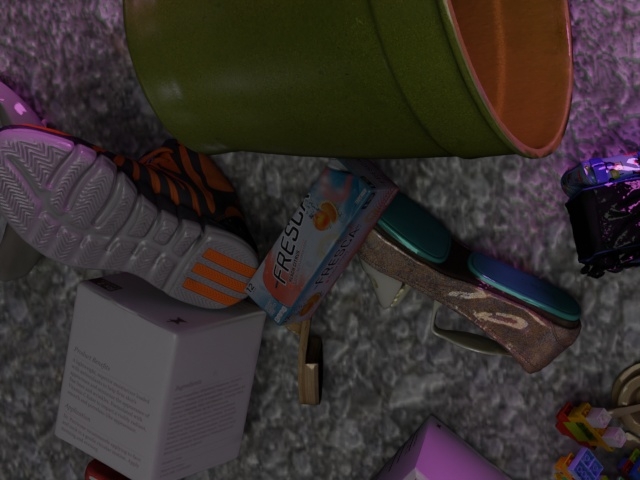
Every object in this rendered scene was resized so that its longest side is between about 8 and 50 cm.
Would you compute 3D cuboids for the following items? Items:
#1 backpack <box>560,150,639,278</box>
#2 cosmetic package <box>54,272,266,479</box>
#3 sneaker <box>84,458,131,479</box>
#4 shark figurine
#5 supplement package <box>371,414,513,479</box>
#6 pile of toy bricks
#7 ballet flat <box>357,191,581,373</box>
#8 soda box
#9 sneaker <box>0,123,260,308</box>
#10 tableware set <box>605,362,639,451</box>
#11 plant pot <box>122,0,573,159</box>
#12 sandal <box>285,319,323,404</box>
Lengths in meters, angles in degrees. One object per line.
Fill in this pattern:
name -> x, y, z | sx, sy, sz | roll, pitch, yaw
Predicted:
backpack -> 0.343, -0.035, 1.616 | 0.173, 0.158, 0.117 | -12, 85, 0
cosmetic package -> -0.174, 0.143, 1.739 | 0.151, 0.151, 0.184 | 24, 111, 33
sneaker -> -0.192, 0.350, 1.863 | 0.221, 0.087, 0.128 | 29, 108, 3
shark figurine -> -0.340, -0.095, 1.751 | 0.166, 0.116, 0.278 | -18, 103, 14
supplement package -> 0.123, 0.346, 1.765 | 0.194, 0.149, 0.203 | 39, 110, -2
pile of toy bricks -> 0.304, 0.280, 1.746 | 0.212, 0.118, 0.105 | 49, 153, -20
ballet flat -> 0.123, 0.044, 1.706 | 0.316, 0.107, 0.106 | 32, 116, 2
soda box -> 0.000, 0.000, 1.639 | 0.058, 0.063, 0.183 | 43, 114, 22
sneaker -> -0.213, -0.051, 1.688 | 0.321, 0.180, 0.124 | 31, 113, -27
tableware set -> 0.404, 0.201, 1.727 | 0.194, 0.039, 0.128 | 29, 109, 2
plant pot -> 0.014, -0.228, 1.541 | 0.353, 0.366, 0.366 | -10, 104, 25
sandal -> -0.040, 0.069, 1.751 | 0.079, 0.088, 0.240 | 1, 111, 5
